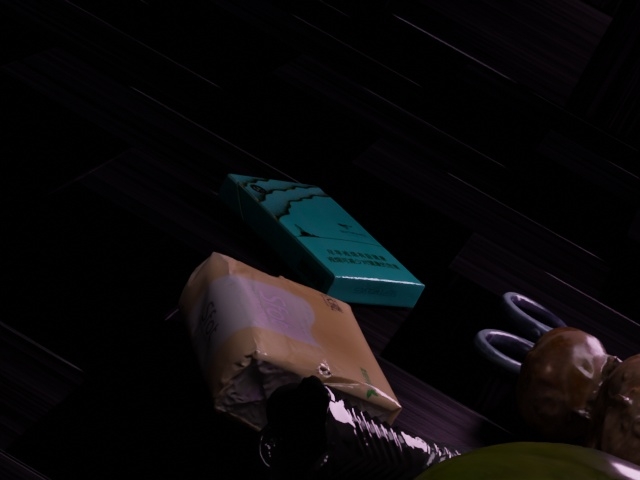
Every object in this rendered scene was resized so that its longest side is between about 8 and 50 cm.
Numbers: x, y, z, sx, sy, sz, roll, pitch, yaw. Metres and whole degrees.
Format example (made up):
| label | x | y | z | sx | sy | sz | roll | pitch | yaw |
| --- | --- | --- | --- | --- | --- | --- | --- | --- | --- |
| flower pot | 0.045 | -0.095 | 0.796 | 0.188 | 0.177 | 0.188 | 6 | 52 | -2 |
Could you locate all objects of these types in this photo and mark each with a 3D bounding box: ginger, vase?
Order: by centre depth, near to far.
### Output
| label | x | y | z | sx | sy | sz | roll | pitch | yaw |
| --- | --- | --- | --- | --- | --- | --- | --- | --- | --- |
| vase | 0.064 | 0.205 | 1.718 | 0.237 | 0.115 | 0.115 | 19 | 20 | -35 |
| ginger | 0.399 | 0.220 | 2.017 | 0.375 | 0.176 | 0.256 | 24 | 4 | -11 |

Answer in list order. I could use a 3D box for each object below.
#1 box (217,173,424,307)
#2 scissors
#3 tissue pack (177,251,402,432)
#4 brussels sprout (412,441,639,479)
| label | x | y | z | sx | sy | sz | roll | pitch | yaw |
| --- | --- | --- | --- | --- | --- | --- | --- | --- | --- |
| box | 0.000 | 0.000 | 2.228 | 0.161 | 0.042 | 0.226 | 8 | 28 | -47 |
| scissors | 0.372 | 0.183 | 2.276 | 0.383 | 0.029 | 0.256 | 28 | 18 | 6 |
| tissue pack | -0.034 | 0.111 | 1.826 | 0.186 | 0.090 | 0.222 | 22 | 20 | -22 |
| brussels sprout | 0.181 | 0.308 | 1.395 | 0.344 | 0.268 | 0.344 | 10 | 40 | -9 |
